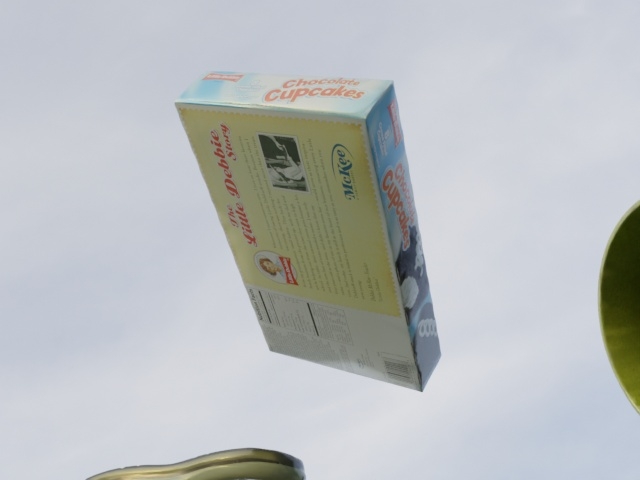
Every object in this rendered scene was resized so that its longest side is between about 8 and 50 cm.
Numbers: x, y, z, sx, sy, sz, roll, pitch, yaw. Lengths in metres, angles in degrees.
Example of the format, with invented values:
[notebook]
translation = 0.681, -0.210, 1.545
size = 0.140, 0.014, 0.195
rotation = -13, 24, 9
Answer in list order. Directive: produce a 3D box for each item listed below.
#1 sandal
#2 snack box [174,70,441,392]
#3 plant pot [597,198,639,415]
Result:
[sandal]
translation = -0.154, 0.282, 0.764
size = 0.303, 0.086, 0.120
rotation = -19, -29, 26
[snack box]
translation = 0.000, 0.000, 0.687
size = 0.187, 0.060, 0.322
rotation = 10, -45, 29
[plant pot]
translation = 0.508, 0.070, 0.786
size = 0.293, 0.275, 0.274
rotation = -4, -63, -16
